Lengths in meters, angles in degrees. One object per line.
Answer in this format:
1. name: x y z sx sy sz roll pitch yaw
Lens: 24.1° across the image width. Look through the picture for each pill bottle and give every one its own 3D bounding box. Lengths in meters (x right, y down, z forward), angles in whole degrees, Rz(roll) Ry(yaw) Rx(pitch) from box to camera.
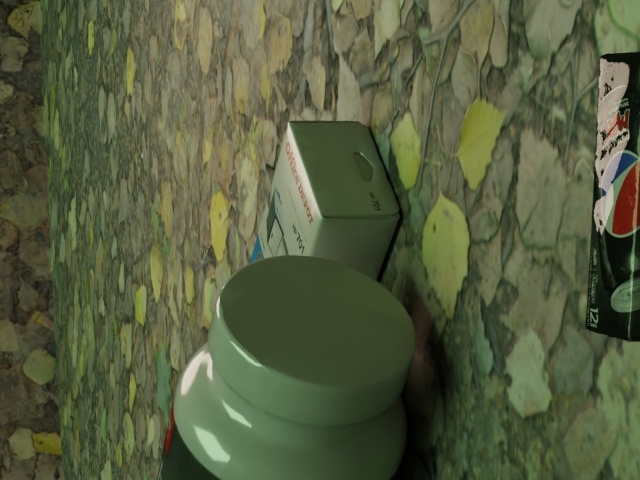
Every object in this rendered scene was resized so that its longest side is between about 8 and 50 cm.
1. pill bottle: -0.040 0.205 1.348 0.210 0.210 0.363 -112 30 -49

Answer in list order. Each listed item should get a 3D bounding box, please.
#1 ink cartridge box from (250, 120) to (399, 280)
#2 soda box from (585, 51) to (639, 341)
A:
1. ink cartridge box: 0.000 0.000 1.435 0.140 0.082 0.191 -108 25 -43
2. soda box: 0.198 -0.026 0.890 0.053 0.060 0.169 -167 79 -70
